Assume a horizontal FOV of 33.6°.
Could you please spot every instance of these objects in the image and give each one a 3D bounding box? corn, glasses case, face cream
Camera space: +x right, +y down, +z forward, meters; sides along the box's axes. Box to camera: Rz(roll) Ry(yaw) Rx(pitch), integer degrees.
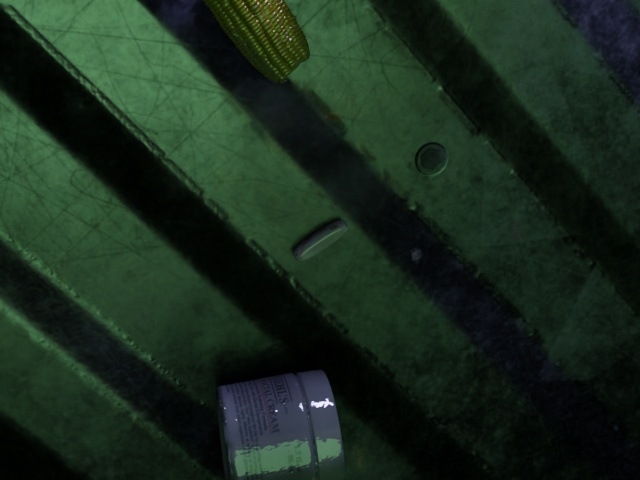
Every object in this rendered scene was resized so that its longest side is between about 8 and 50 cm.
[{"bbox_3d":[-0.078,-0.273,1.293,0.085,0.063,0.165,-49,117,-20],"label":"corn"},{"bbox_3d":[0.000,0.000,1.422,0.083,0.032,0.021,-34,110,1],"label":"glasses case"},{"bbox_3d":[-0.058,0.271,1.426,0.152,0.177,0.177,-7,111,-10],"label":"face cream"}]
